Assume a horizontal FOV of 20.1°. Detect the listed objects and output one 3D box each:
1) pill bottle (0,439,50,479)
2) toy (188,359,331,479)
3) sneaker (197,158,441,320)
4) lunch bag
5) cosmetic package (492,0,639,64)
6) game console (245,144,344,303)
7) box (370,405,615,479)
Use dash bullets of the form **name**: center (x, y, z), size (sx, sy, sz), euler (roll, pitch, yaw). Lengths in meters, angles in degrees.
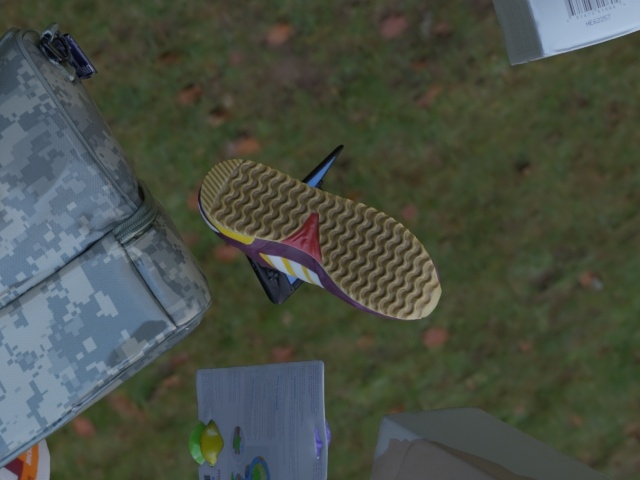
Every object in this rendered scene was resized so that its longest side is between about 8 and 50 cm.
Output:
- **pill bottle**: center (-0.480, 0.188, 1.834), size (0.224, 0.224, 0.392), euler (-37, 131, 11)
- **toy**: center (-0.038, 0.177, 1.585), size (0.056, 0.137, 0.237), euler (2, 174, -32)
- **sneaker**: center (0.000, 0.000, 1.286), size (0.070, 0.185, 0.084), euler (-60, -179, -8)
- **lunch bag**: center (-0.262, 0.012, 1.385), size (0.305, 0.212, 0.256), euler (-34, 106, 2)
- **cosmetic package**: center (0.244, -0.226, 1.768), size (0.117, 0.086, 0.231), euler (-16, -178, 1)
- **game console**: center (-0.011, -0.015, 1.725), size (0.122, 0.071, 0.107), euler (-45, 117, -38)
- **box**: center (0.179, 0.264, 1.589), size (0.121, 0.311, 0.148), euler (0, 104, -36)
